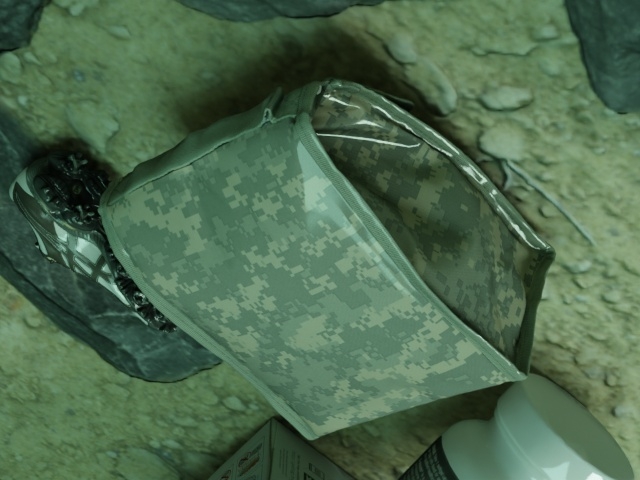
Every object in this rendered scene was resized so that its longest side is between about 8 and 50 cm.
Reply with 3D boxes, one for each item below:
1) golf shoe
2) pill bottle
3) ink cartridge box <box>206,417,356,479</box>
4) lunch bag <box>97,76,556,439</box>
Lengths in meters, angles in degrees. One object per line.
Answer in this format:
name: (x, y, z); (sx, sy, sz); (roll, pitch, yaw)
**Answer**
golf shoe: (-0.193, 0.003, 1.467); (0.094, 0.077, 0.198); (-12, 122, 47)
pill bottle: (0.131, 0.257, 1.448); (0.162, 0.162, 0.278); (37, 108, -16)
ink cartridge box: (-0.049, 0.378, 1.660); (0.272, 0.130, 0.309); (38, 111, -18)
lunch bag: (0.000, 0.000, 1.298); (0.235, 0.169, 0.287); (-22, 127, 39)
